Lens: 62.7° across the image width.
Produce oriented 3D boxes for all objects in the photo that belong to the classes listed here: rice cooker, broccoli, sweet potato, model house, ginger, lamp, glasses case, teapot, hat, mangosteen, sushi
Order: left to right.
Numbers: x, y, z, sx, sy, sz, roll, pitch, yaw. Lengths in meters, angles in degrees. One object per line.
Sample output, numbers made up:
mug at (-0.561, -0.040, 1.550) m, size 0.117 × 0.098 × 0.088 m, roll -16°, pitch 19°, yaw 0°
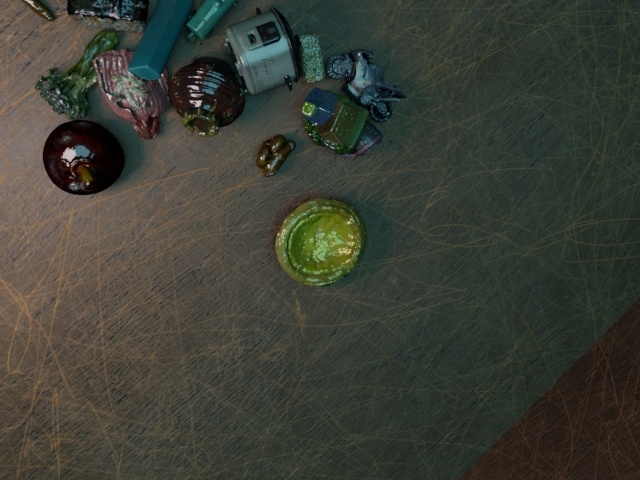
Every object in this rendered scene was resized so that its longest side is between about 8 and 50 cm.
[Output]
sweet potato at (-0.885, -0.754, 1.522) m, size 0.075 × 0.075 × 0.269 m, roll -37°, pitch 113°, yaw -4°
broccoli at (-0.724, -0.518, 1.603) m, size 0.165 × 0.145 × 0.304 m, roll 37°, pitch 79°, yaw -24°
mangosteen at (-0.717, -0.236, 1.592) m, size 0.236 × 0.261 × 0.235 m, roll -13°, pitch 126°, yaw -19°
sushi at (-0.635, -0.701, 1.571) m, size 0.225 × 0.136 × 0.126 m, roll 10°, pitch 92°, yaw -13°
hat at (-0.568, -0.458, 1.658) m, size 0.237 × 0.107 × 0.286 m, roll -20°, pitch 114°, yaw -32°
glasses case at (-0.477, -0.634, 1.601) m, size 0.070 × 0.117 × 0.300 m, roll 32°, pitch 73°, yaw -50°
lamp at (-0.359, -0.448, 1.659) m, size 0.247 × 0.247 × 0.246 m, roll -4°, pitch 104°, yaw -15°
rice cooker at (-0.172, -0.598, 1.669) m, size 0.227 × 0.241 × 0.280 m, roll -22°, pitch 81°, yaw -6°
ginger at (-0.166, -0.307, 1.832) m, size 0.162 × 0.073 × 0.103 m, roll -51°, pitch 124°, yaw -6°
model house at (0.022, -0.405, 1.762) m, size 0.214 × 0.189 × 0.195 m, roll 31°, pitch 103°, yaw 10°
teapot at (0.134, -0.380, 1.891) m, size 0.146 × 0.148 × 0.116 m, roll 52°, pitch 50°, yaw -7°

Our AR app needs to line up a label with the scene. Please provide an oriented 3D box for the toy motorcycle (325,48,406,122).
toy motorcycle at (0.163, -0.559, 1.843) m, size 0.307 × 0.108 × 0.173 m, roll 39°, pitch 85°, yaw -22°

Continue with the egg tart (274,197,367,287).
egg tart at (0.000, 0.000, 1.918) m, size 0.346 × 0.132 × 0.345 m, roll -3°, pitch 104°, yaw -14°

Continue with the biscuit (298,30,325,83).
biscuit at (-0.031, -0.620, 1.791) m, size 0.082 × 0.070 × 0.168 m, roll -9°, pitch 108°, yaw 2°

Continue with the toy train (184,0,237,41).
toy train at (-0.331, -0.727, 1.638) m, size 0.101 × 0.159 × 0.248 m, roll 39°, pitch 89°, yaw -25°
